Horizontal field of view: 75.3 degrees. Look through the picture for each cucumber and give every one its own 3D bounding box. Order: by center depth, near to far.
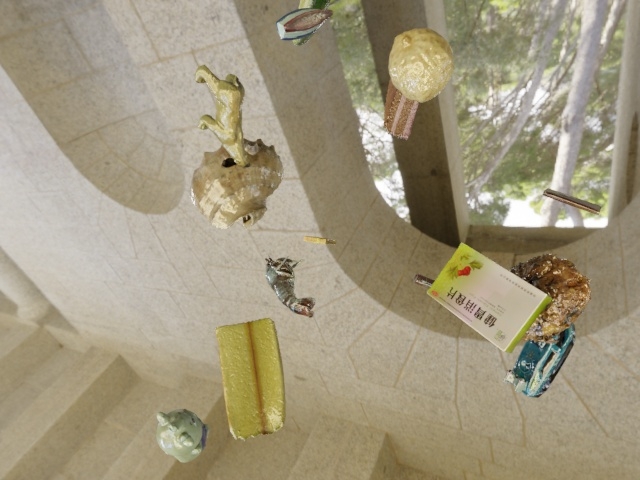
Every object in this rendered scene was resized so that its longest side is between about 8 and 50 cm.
[{"bbox_3d":[-0.022,-0.852,1.519,0.105,0.325,0.145,-3,-118,-23],"label":"cucumber"}]

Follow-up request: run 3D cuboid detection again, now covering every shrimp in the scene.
[{"bbox_3d":[-0.136,0.166,1.682,0.166,0.221,0.410,0,-153,-14],"label":"shrimp"}]

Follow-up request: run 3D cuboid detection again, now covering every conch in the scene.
[{"bbox_3d":[-0.230,-0.168,1.105,0.263,0.186,0.324,-12,-148,1],"label":"conch"}]

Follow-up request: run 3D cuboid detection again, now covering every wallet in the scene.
[{"bbox_3d":[0.844,-0.132,1.394,0.176,0.026,0.095,27,-151,28],"label":"wallet"}]

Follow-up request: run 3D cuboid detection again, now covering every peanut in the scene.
[{"bbox_3d":[0.225,-0.402,0.942,0.141,0.159,0.109,-41,177,4],"label":"peanut"}]

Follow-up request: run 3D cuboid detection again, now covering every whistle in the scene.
[{"bbox_3d":[-0.297,0.424,0.904,0.110,0.244,0.092,31,-120,15],"label":"whistle"}]

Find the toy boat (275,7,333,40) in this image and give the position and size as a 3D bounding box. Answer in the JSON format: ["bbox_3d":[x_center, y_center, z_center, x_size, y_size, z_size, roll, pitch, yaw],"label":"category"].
[{"bbox_3d":[-0.040,-0.682,1.289,0.229,0.080,0.046,-35,-154,-31],"label":"toy boat"}]

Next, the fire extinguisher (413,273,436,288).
[{"bbox_3d":[0.458,0.182,1.675,0.157,0.045,0.078,22,-169,-2],"label":"fire extinguisher"}]

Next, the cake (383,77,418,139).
[{"bbox_3d":[0.308,-0.517,1.527,0.113,0.116,0.295,161,-57,-67],"label":"cake"}]

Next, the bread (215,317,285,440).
[{"bbox_3d":[-0.246,0.509,1.532,0.234,0.244,0.361,-10,-142,-10],"label":"bread"}]

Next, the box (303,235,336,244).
[{"bbox_3d":[0.000,0.000,1.586,0.089,0.022,0.156,10,-178,18],"label":"box"}]

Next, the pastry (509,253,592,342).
[{"bbox_3d":[0.626,0.166,1.148,0.193,0.274,0.274,16,-146,-9],"label":"pastry"}]

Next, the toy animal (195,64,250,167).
[{"bbox_3d":[-0.201,-0.267,0.914,0.101,0.218,0.103,34,-136,28],"label":"toy animal"}]

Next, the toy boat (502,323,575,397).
[{"bbox_3d":[0.734,0.376,1.399,0.298,0.092,0.134,-65,-156,5],"label":"toy boat"}]

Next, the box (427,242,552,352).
[{"bbox_3d":[0.436,0.145,1.099,0.260,0.062,0.175,40,-79,41],"label":"box"}]
